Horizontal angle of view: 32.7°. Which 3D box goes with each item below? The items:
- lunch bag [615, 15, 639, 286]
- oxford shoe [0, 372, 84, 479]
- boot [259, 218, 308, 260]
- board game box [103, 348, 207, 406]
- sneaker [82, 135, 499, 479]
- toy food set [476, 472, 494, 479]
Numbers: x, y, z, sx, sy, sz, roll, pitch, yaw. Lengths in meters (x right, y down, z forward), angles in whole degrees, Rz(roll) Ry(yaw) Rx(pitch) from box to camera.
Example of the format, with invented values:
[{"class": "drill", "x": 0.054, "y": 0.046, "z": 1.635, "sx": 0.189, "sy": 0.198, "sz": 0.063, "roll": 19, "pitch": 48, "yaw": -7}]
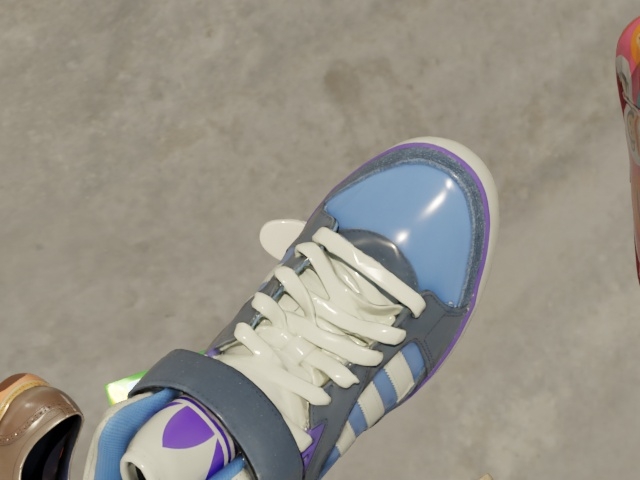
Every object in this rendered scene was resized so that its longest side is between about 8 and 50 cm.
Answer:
[{"class": "lunch bag", "x": 0.386, "y": -0.065, "z": 0.889, "sx": 0.258, "sy": 0.120, "sz": 0.293, "roll": -13, "pitch": 108, "yaw": 2}, {"class": "oxford shoe", "x": -0.407, "y": 0.359, "z": 1.393, "sx": 0.130, "sy": 0.132, "sz": 0.364, "roll": 19, "pitch": 89, "yaw": -52}, {"class": "boot", "x": 0.000, "y": 0.000, "z": 1.643, "sx": 0.190, "sy": 0.086, "sz": 0.069, "roll": 13, "pitch": 107, "yaw": -9}, {"class": "board game box", "x": -0.210, "y": 0.357, "z": 1.821, "sx": 0.213, "sy": 0.046, "sz": 0.317, "roll": -19, "pitch": 82, "yaw": -10}, {"class": "sneaker", "x": -0.020, "y": 0.082, "z": 0.651, "sx": 0.130, "sy": 0.323, "sz": 0.236, "roll": 40, "pitch": 16, "yaw": 10}, {"class": "toy food set", "x": 0.067, "y": 0.251, "z": 0.830, "sx": 0.192, "sy": 0.132, "sz": 0.038, "roll": -37, "pitch": 72, "yaw": -3}]
